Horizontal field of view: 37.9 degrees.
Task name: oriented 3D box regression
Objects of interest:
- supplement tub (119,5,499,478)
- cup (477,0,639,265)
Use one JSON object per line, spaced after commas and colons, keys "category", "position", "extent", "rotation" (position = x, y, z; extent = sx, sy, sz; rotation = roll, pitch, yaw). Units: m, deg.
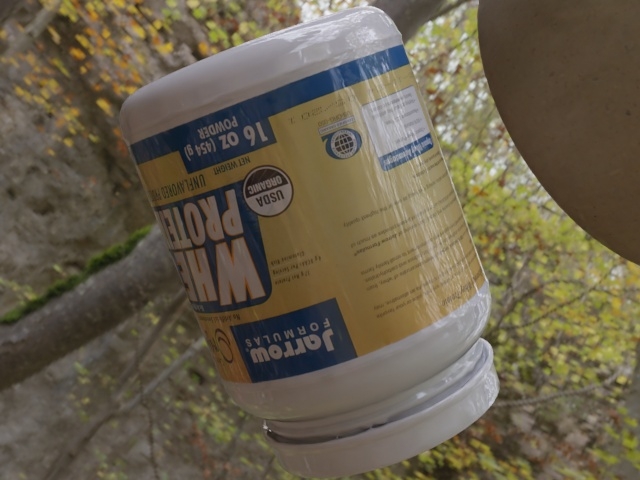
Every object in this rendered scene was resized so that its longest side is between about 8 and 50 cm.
{"category": "supplement tub", "position": [0.000, 0.000, 0.467], "extent": [0.144, 0.144, 0.199], "rotation": [-11, -77, 51]}
{"category": "cup", "position": [0.324, -0.165, 0.708], "extent": [0.331, 0.331, 0.237], "rotation": [43, -37, -11]}
